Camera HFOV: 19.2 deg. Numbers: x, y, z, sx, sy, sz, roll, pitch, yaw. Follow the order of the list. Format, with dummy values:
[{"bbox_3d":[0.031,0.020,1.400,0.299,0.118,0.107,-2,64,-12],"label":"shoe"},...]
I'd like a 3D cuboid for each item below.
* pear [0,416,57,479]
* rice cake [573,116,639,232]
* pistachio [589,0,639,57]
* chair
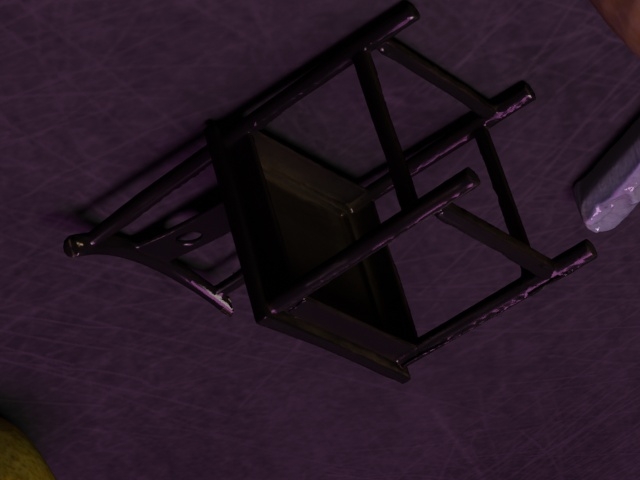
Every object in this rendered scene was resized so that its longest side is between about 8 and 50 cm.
[{"bbox_3d":[-0.265,0.218,1.298,0.197,0.197,0.197,-11,150,-6],"label":"pear"},{"bbox_3d":[0.213,-0.062,1.168,0.030,0.042,0.180,1,148,-29],"label":"rice cake"},{"bbox_3d":[0.192,-0.134,0.979,0.126,0.108,0.185,0,164,24],"label":"pistachio"},{"bbox_3d":[0.000,0.000,1.093,0.260,0.141,0.154,-33,145,25],"label":"chair"}]
